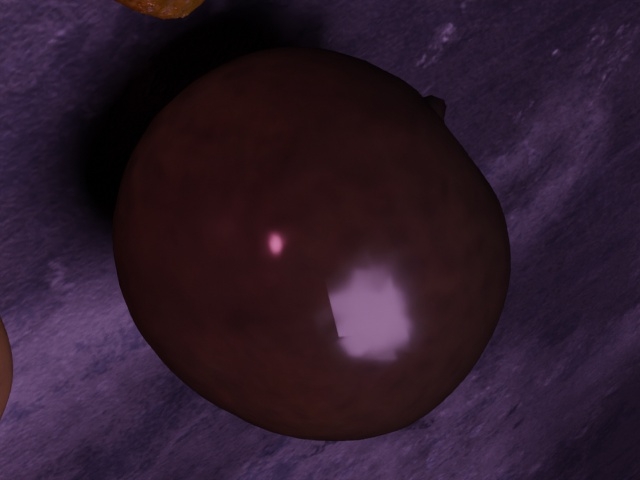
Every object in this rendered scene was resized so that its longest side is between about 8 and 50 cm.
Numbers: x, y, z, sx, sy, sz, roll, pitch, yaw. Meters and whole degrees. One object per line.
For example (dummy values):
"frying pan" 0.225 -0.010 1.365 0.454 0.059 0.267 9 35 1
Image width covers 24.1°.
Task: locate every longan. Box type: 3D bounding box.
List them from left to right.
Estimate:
"longan" -0.001 0.003 1.081 0.297 0.297 0.297 -31 147 -23

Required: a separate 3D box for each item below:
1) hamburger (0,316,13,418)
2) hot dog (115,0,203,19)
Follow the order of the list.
"hamburger" -0.279 0.080 0.970 0.137 0.175 0.175 -16 140 -58
"hot dog" -0.166 -0.189 0.856 0.068 0.083 0.289 -34 154 21
